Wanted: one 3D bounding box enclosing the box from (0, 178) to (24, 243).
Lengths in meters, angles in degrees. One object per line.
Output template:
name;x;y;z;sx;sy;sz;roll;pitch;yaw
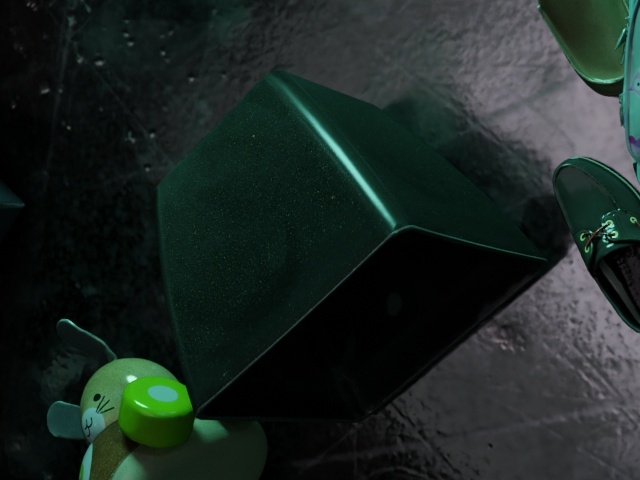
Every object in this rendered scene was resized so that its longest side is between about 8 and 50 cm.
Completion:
box;-0.370;0.000;1.123;0.153;0.108;0.207;45;111;19

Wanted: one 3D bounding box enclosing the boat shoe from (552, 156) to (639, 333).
boat shoe;0.190;0.002;0.864;0.049;0.042;0.133;-38;74;27

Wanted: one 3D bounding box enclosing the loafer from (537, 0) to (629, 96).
loafer;0.161;-0.160;0.864;0.056;0.050;0.148;-29;79;26

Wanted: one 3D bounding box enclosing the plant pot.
plant pot;0.000;0.000;0.895;0.188;0.187;0.167;-44;60;23

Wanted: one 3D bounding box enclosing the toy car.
toy car;-0.147;0.138;1.004;0.188;0.149;0.155;30;117;35

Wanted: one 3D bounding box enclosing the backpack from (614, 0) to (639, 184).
backpack;0.253;-0.117;0.768;0.166;0.144;0.188;0;90;34
